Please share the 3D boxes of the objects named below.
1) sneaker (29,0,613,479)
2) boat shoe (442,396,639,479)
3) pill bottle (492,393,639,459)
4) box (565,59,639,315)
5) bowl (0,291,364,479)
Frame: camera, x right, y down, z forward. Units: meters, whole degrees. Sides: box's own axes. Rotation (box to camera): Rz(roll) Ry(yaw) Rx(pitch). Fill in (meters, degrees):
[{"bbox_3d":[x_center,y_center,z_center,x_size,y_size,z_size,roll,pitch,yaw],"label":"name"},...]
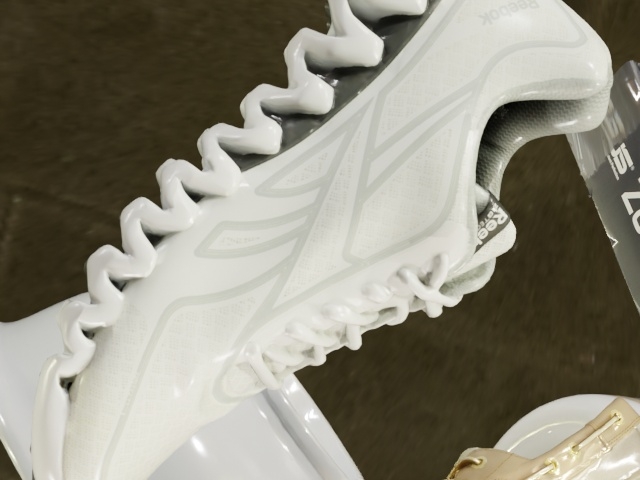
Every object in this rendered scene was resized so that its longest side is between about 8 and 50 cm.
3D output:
[{"bbox_3d":[0.000,0.000,0.779,0.118,0.110,0.292,38,81,13],"label":"sneaker"},{"bbox_3d":[0.076,0.114,0.831,0.170,0.063,0.059,-19,70,-31],"label":"boat shoe"},{"bbox_3d":[0.214,0.165,1.033,0.153,0.264,0.153,-12,74,46],"label":"pill bottle"},{"bbox_3d":[0.400,0.046,1.521,0.395,0.318,0.097,14,132,-33],"label":"box"},{"bbox_3d":[-0.063,0.134,1.144,0.134,0.298,0.298,-35,90,2],"label":"bowl"}]
